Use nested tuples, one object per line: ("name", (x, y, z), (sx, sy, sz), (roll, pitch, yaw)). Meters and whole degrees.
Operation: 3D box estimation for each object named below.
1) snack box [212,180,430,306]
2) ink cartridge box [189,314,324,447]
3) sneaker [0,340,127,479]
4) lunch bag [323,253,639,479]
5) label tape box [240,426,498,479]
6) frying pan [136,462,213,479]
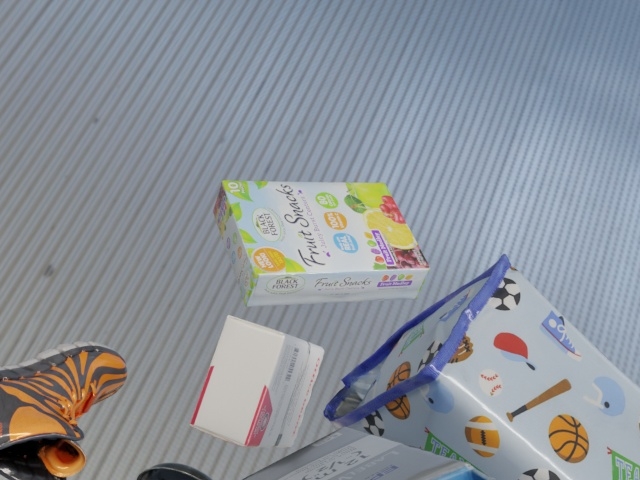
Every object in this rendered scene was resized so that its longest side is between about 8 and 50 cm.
("snack box", (0.000, 0.000, 0.720), (0.141, 0.037, 0.100), (-1, 43, -24))
("ink cartridge box", (-0.090, 0.222, 1.475), (0.100, 0.237, 0.172), (17, 83, 18))
("sneaker", (-0.346, 0.239, 1.264), (0.180, 0.125, 0.321), (34, 23, 27))
("lunch bag", (0.201, 0.243, 1.174), (0.328, 0.385, 0.239), (43, 54, 1))
("label tape box", (0.057, 0.254, 0.555), (0.115, 0.347, 0.249), (-24, 88, -11))
("frying pan", (-0.243, 0.550, 1.908), (0.326, 0.197, 0.053), (64, 33, -32))
